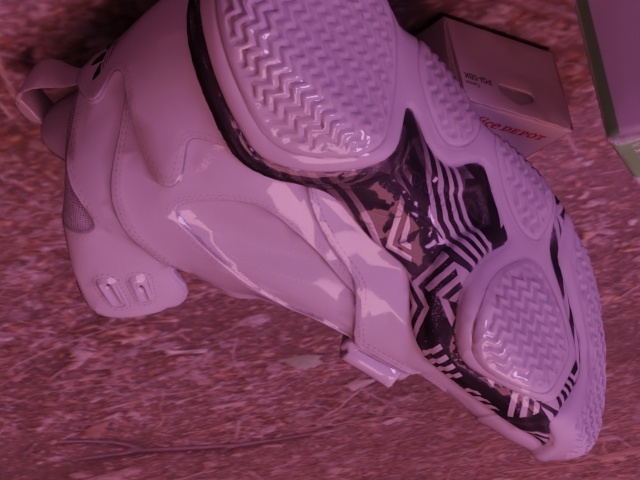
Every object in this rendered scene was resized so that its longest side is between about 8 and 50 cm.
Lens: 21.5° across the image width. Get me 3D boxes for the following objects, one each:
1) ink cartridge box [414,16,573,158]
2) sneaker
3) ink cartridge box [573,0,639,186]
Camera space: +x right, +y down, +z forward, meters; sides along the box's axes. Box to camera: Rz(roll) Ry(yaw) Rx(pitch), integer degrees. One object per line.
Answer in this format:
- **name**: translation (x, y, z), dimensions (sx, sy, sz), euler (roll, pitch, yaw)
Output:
- **ink cartridge box**: translation (0.066, -0.070, 1.003), dimensions (0.099, 0.056, 0.135), euler (12, 149, -41)
- **sneaker**: translation (0.000, 0.000, 0.934), dimensions (0.210, 0.137, 0.366), euler (-18, 126, 36)
- **ink cartridge box**: translation (0.200, -0.091, 0.880), dimensions (0.093, 0.154, 0.212), euler (-18, 156, 19)
